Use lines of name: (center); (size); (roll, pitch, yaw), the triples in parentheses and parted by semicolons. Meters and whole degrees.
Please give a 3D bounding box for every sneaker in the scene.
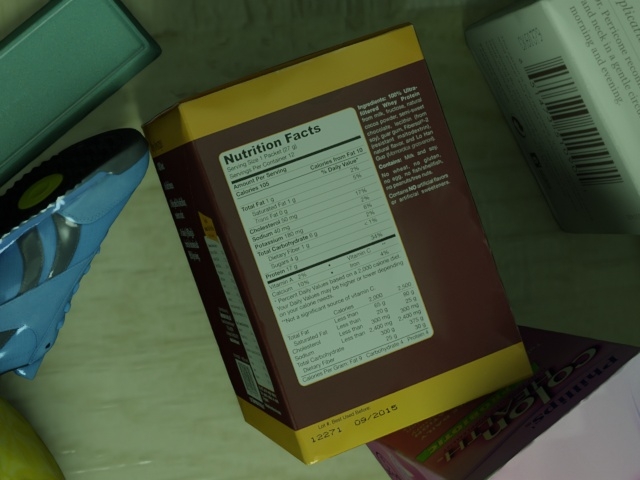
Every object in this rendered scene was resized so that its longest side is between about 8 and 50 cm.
sneaker: (-0.170, 0.022, 0.891); (0.209, 0.069, 0.082); (-44, 116, -11)

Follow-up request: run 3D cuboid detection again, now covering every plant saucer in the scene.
plant saucer: (-0.186, -0.078, 0.907); (0.192, 0.018, 0.067); (-41, 97, -8)

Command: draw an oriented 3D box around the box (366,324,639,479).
box: (0.151, 0.168, 0.863); (0.117, 0.243, 0.213); (-38, 98, -10)

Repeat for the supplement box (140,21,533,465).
supplement box: (0.000, 0.000, 0.857); (0.129, 0.191, 0.194); (-20, 94, -12)

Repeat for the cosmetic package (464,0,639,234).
cosmetic package: (0.215, -0.110, 0.924); (0.183, 0.151, 0.151); (-28, 96, -10)

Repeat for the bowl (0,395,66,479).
bowl: (-0.236, 0.214, 0.778); (0.289, 0.156, 0.289); (-8, 108, -28)
